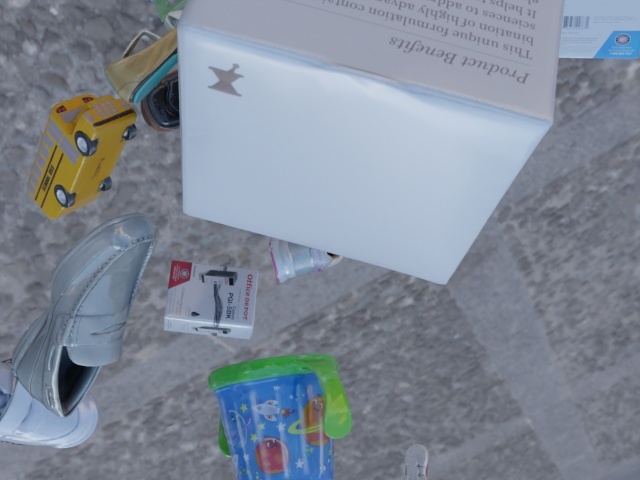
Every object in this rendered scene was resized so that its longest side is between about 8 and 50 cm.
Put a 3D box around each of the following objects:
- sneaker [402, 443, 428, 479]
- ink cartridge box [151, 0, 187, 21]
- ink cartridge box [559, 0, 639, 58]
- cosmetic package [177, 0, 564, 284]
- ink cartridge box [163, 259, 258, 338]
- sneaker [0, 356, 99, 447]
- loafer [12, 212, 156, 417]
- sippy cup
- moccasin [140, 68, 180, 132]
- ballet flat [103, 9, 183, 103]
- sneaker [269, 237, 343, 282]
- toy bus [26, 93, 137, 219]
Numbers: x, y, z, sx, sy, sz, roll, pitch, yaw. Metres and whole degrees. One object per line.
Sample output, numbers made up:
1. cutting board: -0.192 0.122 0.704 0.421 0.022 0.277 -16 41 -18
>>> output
1. sneaker: 0.190 0.488 1.642 0.061 0.157 0.065 5 142 18
2. ink cartridge box: -0.312 -0.533 1.571 0.109 0.209 0.062 -33 154 13
3. ink cartridge box: 0.339 -0.315 0.996 0.104 0.060 0.180 4 120 10
4. cosmetic package: 0.056 -0.225 0.902 0.330 0.393 0.327 15 151 -1
5. ink cartridge box: -0.166 0.090 1.262 0.135 0.099 0.056 6 152 -8
6. sneaker: -0.472 0.224 1.127 0.366 0.210 0.137 26 89 -23
7. loafer: -0.269 0.094 0.981 0.112 0.111 0.319 -20 154 -48
8. sippy cup: -0.073 0.334 1.477 0.240 0.224 0.305 -6 165 -4
9. moccasin: -0.152 -0.297 1.548 0.380 0.139 0.147 -30 -170 -10
10. ballet flat: -0.221 -0.296 1.216 0.232 0.073 0.080 -46 179 -24
11. sneaker: 0.000 0.000 1.466 0.111 0.252 0.102 -7 112 18
12. toy bus: -0.470 -0.169 1.610 0.108 0.130 0.332 -32 169 -41
